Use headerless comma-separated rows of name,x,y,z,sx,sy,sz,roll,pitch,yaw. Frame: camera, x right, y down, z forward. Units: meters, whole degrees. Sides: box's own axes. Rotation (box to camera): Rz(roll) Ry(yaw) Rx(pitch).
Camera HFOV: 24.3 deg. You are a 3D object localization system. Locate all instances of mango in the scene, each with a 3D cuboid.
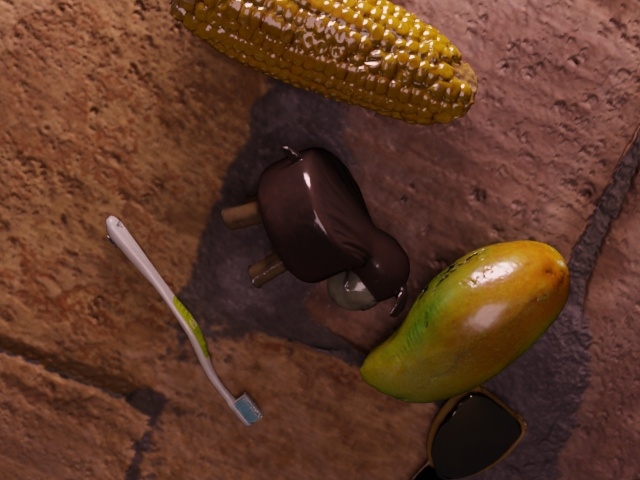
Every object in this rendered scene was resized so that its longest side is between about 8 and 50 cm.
mango,0.142,0.083,1.465,0.233,0.111,0.125,-31,128,8

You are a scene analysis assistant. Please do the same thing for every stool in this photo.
stool,0.000,0.000,1.450,0.121,0.125,0.217,-27,122,23

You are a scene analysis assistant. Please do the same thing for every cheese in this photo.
cheese,0.134,0.226,1.541,0.086,0.036,0.162,39,100,-12

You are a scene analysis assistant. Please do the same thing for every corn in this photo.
corn,-0.003,-0.196,1.400,0.322,0.119,0.119,26,102,-6

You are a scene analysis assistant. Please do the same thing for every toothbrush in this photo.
toothbrush,-0.142,0.084,1.512,0.026,0.022,0.263,-31,103,21
